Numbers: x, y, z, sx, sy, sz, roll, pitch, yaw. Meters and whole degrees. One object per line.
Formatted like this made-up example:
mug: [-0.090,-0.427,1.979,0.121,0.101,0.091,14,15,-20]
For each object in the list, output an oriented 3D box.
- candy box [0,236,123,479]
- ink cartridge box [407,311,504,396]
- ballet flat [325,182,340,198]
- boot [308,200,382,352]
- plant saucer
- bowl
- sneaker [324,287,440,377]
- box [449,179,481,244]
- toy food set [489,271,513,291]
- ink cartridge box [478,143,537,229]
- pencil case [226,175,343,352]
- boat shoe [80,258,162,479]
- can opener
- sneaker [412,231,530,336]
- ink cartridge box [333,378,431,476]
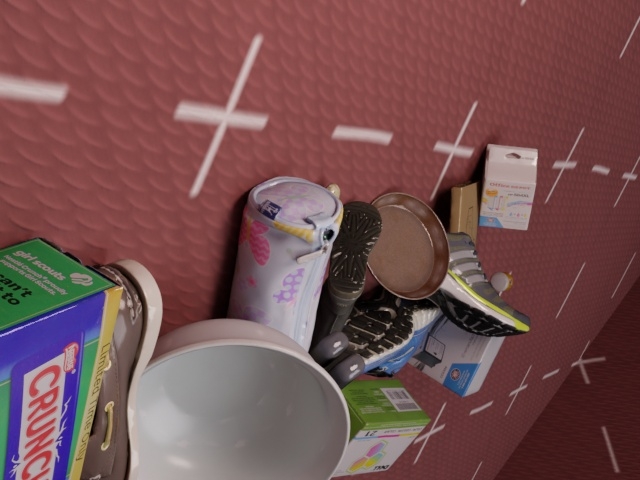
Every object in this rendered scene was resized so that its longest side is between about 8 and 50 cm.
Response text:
candy box: [-0.337,0.167,0.900,0.317,0.122,0.268,-27,140,-53]
ink cartridge box: [0.218,0.169,1.903,0.082,0.191,0.139,-6,123,-60]
ballet flat: [0.000,0.000,1.457,0.057,0.049,0.173,-26,139,-53]
boot: [0.026,0.070,1.552,0.208,0.076,0.189,100,8,-53]
plant saucer: [0.124,0.011,1.624,0.168,0.168,0.029,-41,-171,-36]
bowl: [-0.119,0.197,1.271,0.134,0.298,0.297,-104,-156,-55]
sneaker: [0.094,0.175,1.746,0.330,0.130,0.147,-20,132,-56]
box: [0.250,-0.001,1.865,0.164,0.021,0.201,-22,115,-69]
toy food set: [0.290,0.157,2.125,0.104,0.111,0.232,-1,121,-63]
ink cartridge box: [0.336,-0.101,1.912,0.143,0.092,0.090,88,10,-50]
pencil case: [-0.048,0.055,1.336,0.113,0.124,0.273,-32,145,-47]
boat shoe: [-0.246,0.176,1.103,0.097,0.117,0.324,-16,127,-52]
can opener: [-0.028,0.212,1.504,0.095,0.076,0.283,-31,170,-27]
sneaker: [0.232,0.056,1.736,0.111,0.300,0.121,-21,-142,61]
ink cartridge box: [0.031,0.349,1.749,0.189,0.097,0.255,8,125,-51]
